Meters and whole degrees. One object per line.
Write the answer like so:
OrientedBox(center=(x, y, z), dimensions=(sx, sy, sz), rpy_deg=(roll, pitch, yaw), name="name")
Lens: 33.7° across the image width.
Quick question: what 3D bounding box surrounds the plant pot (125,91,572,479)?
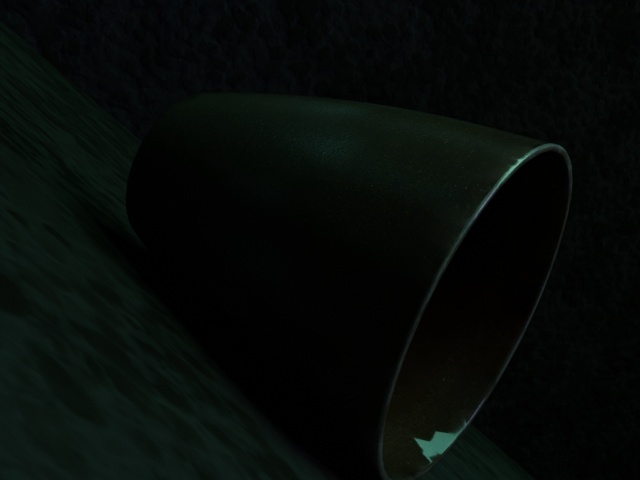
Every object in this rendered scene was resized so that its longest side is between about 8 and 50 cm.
OrientedBox(center=(0.000, 0.000, 0.652), dimensions=(0.230, 0.215, 0.215), rpy_deg=(26, -7, 25), name="plant pot")
